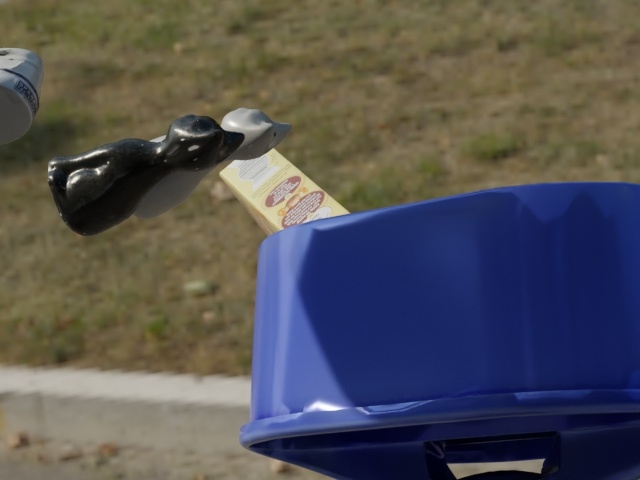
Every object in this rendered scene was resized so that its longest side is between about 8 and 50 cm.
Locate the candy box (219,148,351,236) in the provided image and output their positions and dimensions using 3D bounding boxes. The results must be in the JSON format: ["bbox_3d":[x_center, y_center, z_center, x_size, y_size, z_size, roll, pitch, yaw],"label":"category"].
[{"bbox_3d":[0.000,0.000,2.334,0.087,0.183,0.316,-41,37,-4],"label":"candy box"}]

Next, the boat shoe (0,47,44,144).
[{"bbox_3d":[-0.385,-0.129,1.629,0.267,0.096,0.088,-13,37,21],"label":"boat shoe"}]

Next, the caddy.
[{"bbox_3d":[0.110,0.083,1.055,0.341,0.179,0.241,-9,-16,36],"label":"caddy"}]

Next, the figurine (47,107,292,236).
[{"bbox_3d":[-0.152,-0.087,1.861,0.209,0.092,0.215,-20,0,24],"label":"figurine"}]
